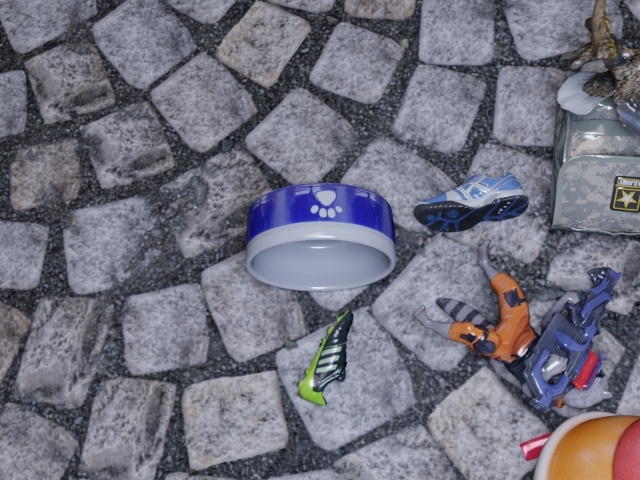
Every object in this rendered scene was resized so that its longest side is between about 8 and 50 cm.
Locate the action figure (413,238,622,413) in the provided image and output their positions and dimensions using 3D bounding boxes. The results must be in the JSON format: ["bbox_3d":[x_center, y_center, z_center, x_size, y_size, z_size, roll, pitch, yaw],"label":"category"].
[{"bbox_3d":[0.373,0.154,1.472,0.330,0.178,0.341,43,55,13],"label":"action figure"}]

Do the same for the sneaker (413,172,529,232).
[{"bbox_3d":[0.278,-0.073,1.589,0.211,0.080,0.081,-8,52,3],"label":"sneaker"}]

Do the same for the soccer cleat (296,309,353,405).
[{"bbox_3d":[0.024,0.213,1.533,0.072,0.060,0.178,28,83,8],"label":"soccer cleat"}]

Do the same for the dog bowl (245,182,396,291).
[{"bbox_3d":[0.000,0.000,1.498,0.265,0.265,0.104,-4,67,8],"label":"dog bowl"}]

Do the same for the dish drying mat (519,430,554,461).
[{"bbox_3d":[0.385,0.348,1.447,0.083,0.008,0.032,-20,69,2],"label":"dish drying mat"}]

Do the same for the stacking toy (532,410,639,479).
[{"bbox_3d":[0.556,0.342,1.133,0.351,0.480,0.350,15,56,-23],"label":"stacking toy"}]

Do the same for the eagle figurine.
[{"bbox_3d":[0.563,-0.270,1.378,0.298,0.225,0.226,22,97,-14],"label":"eagle figurine"}]

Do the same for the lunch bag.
[{"bbox_3d":[0.539,-0.145,1.517,0.235,0.169,0.286,4,77,8],"label":"lunch bag"}]
